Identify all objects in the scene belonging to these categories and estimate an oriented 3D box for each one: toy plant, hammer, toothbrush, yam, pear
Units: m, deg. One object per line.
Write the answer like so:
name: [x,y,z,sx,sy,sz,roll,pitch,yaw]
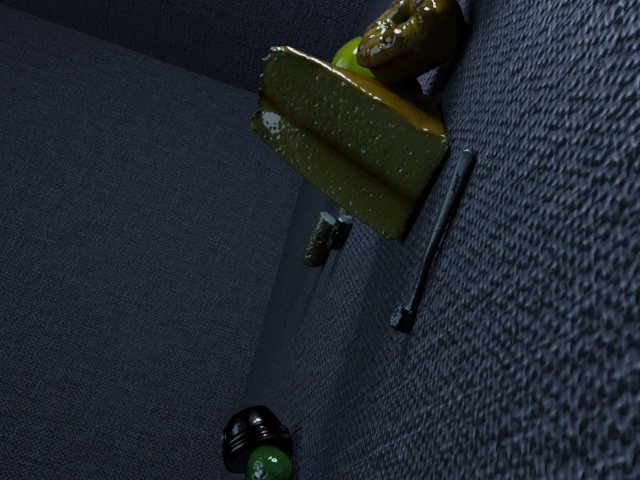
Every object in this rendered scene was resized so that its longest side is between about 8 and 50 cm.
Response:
toy plant: [-0.143,0.528,1.482,0.218,0.175,0.235,106,148,-45]
hammer: [0.076,-0.125,1.849,0.365,0.043,0.111,-78,8,-49]
toothbrush: [0.170,0.003,0.926,0.030,0.030,0.297,33,105,55]
yam: [0.000,0.000,1.935,0.078,0.078,0.179,-91,22,-67]
pear: [0.116,-0.485,1.813,0.187,0.187,0.220,-172,107,-82]

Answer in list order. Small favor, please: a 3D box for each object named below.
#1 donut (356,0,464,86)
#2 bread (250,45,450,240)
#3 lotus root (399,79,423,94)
donut: [0.179,-0.408,1.222,0.226,0.114,0.227,-33,31,23]
bread: [0.025,-0.195,1.160,0.245,0.361,0.233,-80,11,-58]
lotus root: [0.159,-0.274,1.316,0.120,0.120,0.210,143,148,-76]
